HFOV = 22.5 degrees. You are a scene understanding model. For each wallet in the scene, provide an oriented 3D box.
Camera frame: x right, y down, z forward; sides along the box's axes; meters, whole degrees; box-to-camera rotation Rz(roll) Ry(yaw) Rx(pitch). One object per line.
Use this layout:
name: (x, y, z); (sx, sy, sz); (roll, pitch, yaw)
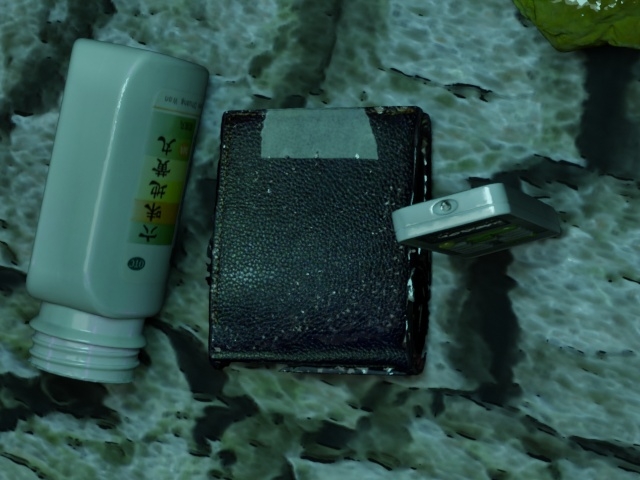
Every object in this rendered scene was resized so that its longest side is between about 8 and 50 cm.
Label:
wallet: (0.000, 0.000, 1.580); (0.221, 0.071, 0.262); (0, 86, 23)

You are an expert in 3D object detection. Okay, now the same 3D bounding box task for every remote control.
remote control: (0.143, -0.015, 1.431); (0.103, 0.250, 0.034); (-15, 81, 16)

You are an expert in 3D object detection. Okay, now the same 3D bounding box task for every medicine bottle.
medicine bottle: (-0.204, -0.027, 1.579); (0.124, 0.179, 0.324); (14, 93, 18)

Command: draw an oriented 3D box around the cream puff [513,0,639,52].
cream puff: (0.268, -0.303, 1.429); (0.282, 0.185, 0.281); (0, 90, 14)
